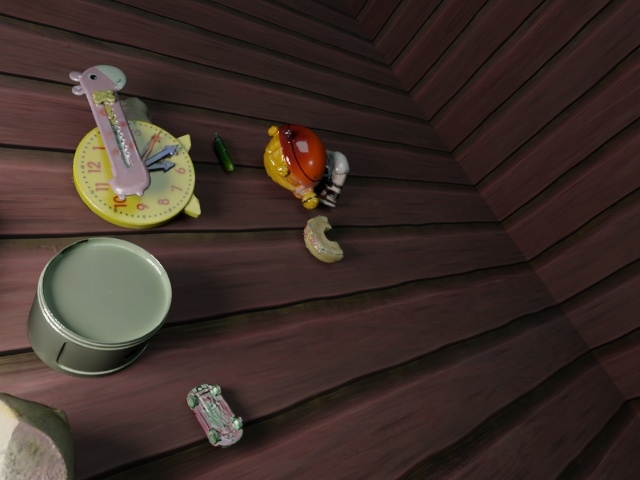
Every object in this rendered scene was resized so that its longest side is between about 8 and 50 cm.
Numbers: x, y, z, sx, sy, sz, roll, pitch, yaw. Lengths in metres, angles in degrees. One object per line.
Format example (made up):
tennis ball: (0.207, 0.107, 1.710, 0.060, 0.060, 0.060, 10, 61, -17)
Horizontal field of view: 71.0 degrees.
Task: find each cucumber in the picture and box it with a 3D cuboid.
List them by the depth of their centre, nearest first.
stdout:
cucumber: (-0.306, -0.274, 1.408, 0.037, 0.037, 0.155, -4, 60, -44)

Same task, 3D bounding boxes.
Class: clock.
clock: (-0.441, -0.169, 1.095, 0.293, 0.071, 0.277, -11, 79, -32)

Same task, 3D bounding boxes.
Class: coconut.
coconut: (-0.444, 0.317, 0.589, 0.227, 0.227, 0.230, 49, 38, 6)

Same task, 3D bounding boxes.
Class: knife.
knife: (-0.486, -0.270, 1.062, 0.132, 0.038, 0.399, -17, 70, -24)

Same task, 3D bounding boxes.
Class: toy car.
toy car: (-0.213, 0.352, 0.896, 0.069, 0.055, 0.142, -12, 50, -48)

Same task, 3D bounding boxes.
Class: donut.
donut: (-0.004, -0.003, 1.401, 0.108, 0.065, 0.166, 5, 53, -39)

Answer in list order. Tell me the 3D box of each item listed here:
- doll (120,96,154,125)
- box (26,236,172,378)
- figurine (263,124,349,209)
doll: (-0.501, -0.308, 1.219, 0.149, 0.095, 0.192, 5, 49, -41)
box: (-0.414, 0.125, 0.850, 0.226, 0.149, 0.226, 23, 43, -24)
figurine: (-0.054, -0.263, 1.493, 0.323, 0.196, 0.320, 13, 53, -47)
